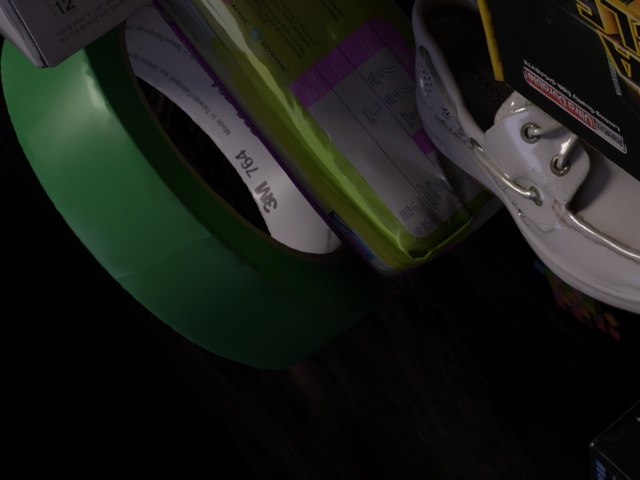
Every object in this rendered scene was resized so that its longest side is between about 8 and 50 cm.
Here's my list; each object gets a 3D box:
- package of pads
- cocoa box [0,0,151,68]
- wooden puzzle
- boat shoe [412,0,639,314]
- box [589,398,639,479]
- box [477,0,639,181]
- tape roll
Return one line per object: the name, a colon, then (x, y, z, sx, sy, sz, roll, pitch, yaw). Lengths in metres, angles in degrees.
package of pads: (-0.005, -0.113, 1.183, 0.296, 0.101, 0.229, 51, 174, 1)
cocoa box: (-0.177, -0.296, 1.020, 0.347, 0.231, 0.228, 40, 161, 50)
wooden puzzle: (0.172, 0.036, 1.230, 0.083, 0.006, 0.049, 37, 160, 47)
boat shoe: (0.128, -0.055, 0.950, 0.277, 0.098, 0.096, 39, 162, 46)
box: (0.258, 0.196, 1.210, 0.147, 0.077, 0.180, 44, 164, 28)
box: (0.180, -0.093, 0.734, 0.322, 0.079, 0.257, 42, 161, 37)
tape roll: (-0.082, -0.061, 1.296, 0.321, 0.077, 0.321, 42, -155, -25)
